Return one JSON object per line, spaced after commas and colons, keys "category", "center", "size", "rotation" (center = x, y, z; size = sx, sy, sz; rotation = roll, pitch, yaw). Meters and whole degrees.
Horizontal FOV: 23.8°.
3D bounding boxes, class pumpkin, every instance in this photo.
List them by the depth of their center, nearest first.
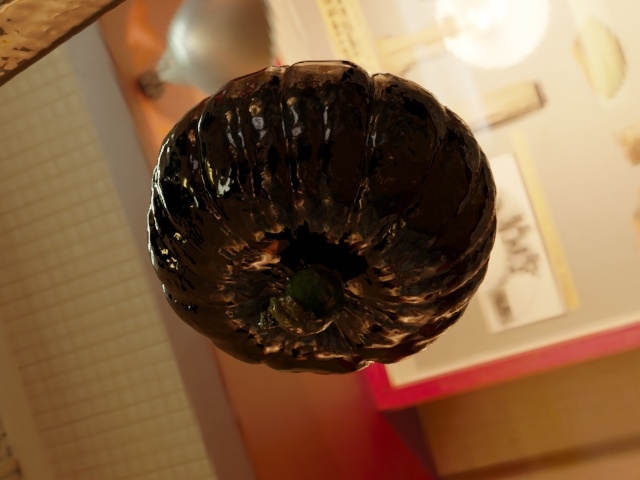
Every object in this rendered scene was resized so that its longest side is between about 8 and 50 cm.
{"category": "pumpkin", "center": [0.001, -0.009, 0.817], "size": [0.194, 0.194, 0.150], "rotation": [22, -120, -51]}

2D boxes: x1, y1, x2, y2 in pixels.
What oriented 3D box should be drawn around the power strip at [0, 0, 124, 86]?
{"category": "power strip", "center": [-0.091, -0.140, 0.512], "size": [0.061, 0.216, 0.145], "rotation": [23, -136, -56]}
